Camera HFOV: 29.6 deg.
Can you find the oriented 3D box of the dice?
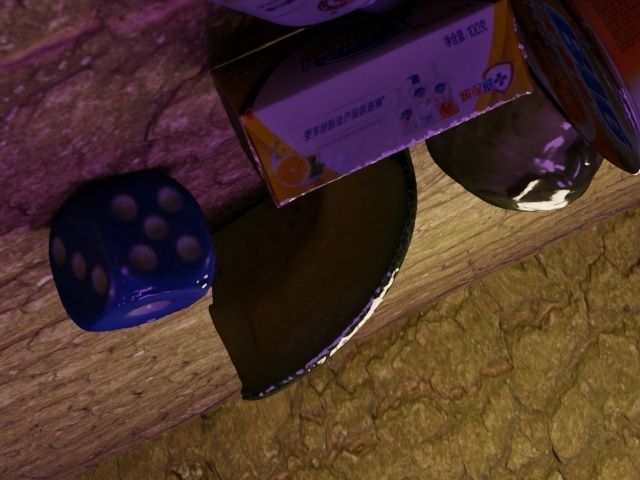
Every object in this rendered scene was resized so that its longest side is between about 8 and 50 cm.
[{"bbox_3d":[-0.213,0.017,1.368,0.143,0.146,0.146,-12,162,-41],"label":"dice"}]

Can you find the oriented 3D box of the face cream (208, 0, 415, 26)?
[{"bbox_3d":[-0.004,-0.224,0.965,0.144,0.071,0.291,-30,167,22],"label":"face cream"}]

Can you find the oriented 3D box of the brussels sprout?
[{"bbox_3d":[0.237,-0.137,1.437,0.244,0.244,0.244,-24,167,-6],"label":"brussels sprout"}]

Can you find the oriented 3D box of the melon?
[{"bbox_3d":[0.000,0.000,1.607,0.343,0.226,0.331,-30,-154,23],"label":"melon"}]

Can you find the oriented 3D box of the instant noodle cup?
[{"bbox_3d":[0.278,-0.230,1.045,0.214,0.296,0.296,-34,167,2],"label":"instant noodle cup"}]

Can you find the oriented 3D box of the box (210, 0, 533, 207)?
[{"bbox_3d":[0.044,-0.149,1.130,0.265,0.097,0.168,-24,-154,-2],"label":"box"}]
